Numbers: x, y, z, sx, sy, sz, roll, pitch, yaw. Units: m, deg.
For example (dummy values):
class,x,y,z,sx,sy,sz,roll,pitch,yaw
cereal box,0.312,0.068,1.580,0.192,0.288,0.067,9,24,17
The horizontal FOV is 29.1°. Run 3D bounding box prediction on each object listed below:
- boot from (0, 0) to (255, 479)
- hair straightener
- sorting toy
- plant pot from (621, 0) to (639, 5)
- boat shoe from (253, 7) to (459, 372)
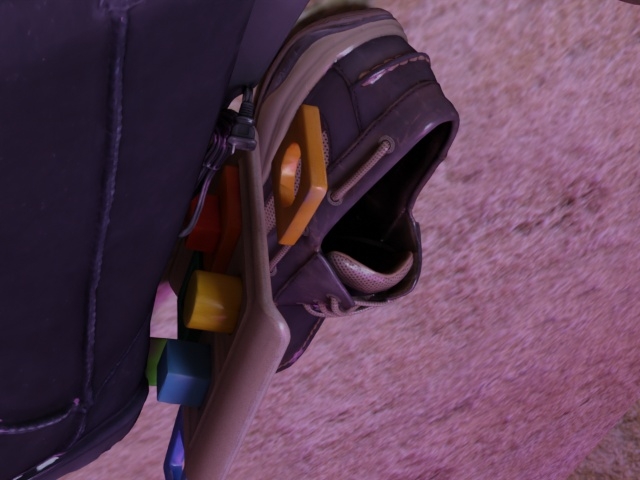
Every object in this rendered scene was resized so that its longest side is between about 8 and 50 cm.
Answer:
class,x,y,z,sx,sy,sz,roll,pitch,yaw
boot,-0.209,0.022,0.625,0.367,0.146,0.445,-37,162,-38
hair straightener,-0.070,-0.080,0.752,0.047,0.089,0.230,19,126,-28
sorting toy,-0.078,0.040,0.826,0.047,0.196,0.347,7,133,-20
plant pot,0.242,-0.268,0.811,0.165,0.167,0.167,-39,155,-21
boat shoe,0.000,0.000,0.912,0.132,0.130,0.355,-23,149,-33
